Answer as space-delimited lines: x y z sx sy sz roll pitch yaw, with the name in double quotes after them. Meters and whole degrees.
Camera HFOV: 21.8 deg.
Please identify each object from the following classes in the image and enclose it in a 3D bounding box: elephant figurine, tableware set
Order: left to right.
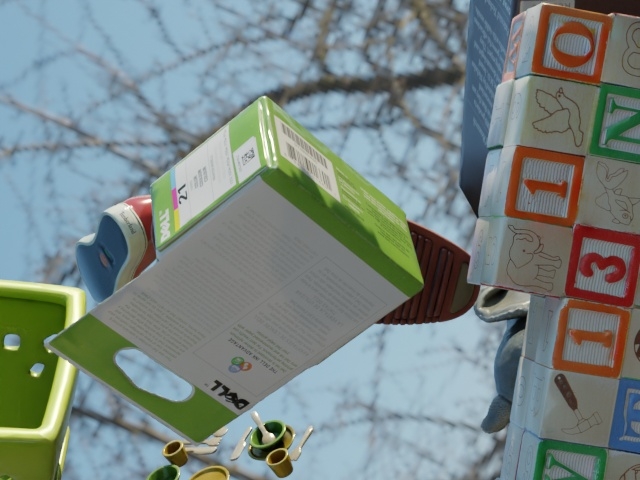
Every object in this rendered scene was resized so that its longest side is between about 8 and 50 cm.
-0.088 0.202 1.543 0.024 0.154 0.104 64 -142 -30 "tableware set"
0.277 0.101 2.075 0.239 0.186 0.169 -108 25 -50 "elephant figurine"

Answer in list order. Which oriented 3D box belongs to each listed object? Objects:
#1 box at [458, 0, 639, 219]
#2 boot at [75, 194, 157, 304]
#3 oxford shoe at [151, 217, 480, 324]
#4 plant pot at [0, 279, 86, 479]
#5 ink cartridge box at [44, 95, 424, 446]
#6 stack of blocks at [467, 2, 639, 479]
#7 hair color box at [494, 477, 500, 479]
0.220 -0.182 1.294 0.143 0.191 0.381 -108 14 -56 "box"
-0.196 -0.008 2.014 0.176 0.088 0.244 -28 -7 -28 "boot"
0.000 0.000 1.765 0.130 0.348 0.123 -82 7 -78 "oxford shoe"
-0.345 0.180 1.562 0.227 0.228 0.207 -88 5 -54 "plant pot"
-0.075 0.032 1.361 0.255 0.189 0.097 -36 37 21 "ink cartridge box"
0.182 0.018 1.016 0.087 0.171 0.297 -164 83 -84 "stack of blocks"
0.192 0.346 1.181 0.185 0.374 0.113 -37 -50 -16 "hair color box"
